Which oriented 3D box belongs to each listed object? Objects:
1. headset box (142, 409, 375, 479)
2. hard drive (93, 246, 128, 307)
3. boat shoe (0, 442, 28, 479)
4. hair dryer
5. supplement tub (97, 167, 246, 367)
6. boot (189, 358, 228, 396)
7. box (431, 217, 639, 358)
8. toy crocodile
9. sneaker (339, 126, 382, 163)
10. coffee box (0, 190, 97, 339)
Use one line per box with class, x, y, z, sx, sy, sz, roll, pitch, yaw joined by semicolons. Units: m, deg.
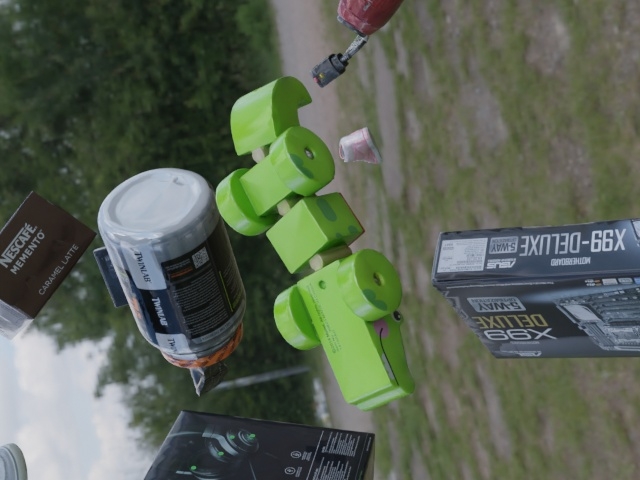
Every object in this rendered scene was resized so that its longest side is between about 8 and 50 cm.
headset box;-0.090;0.339;1.306;0.246;0.283;0.131;-67;-20;-63
hard drive;-0.421;0.071;2.291;0.022;0.094;0.135;-64;-43;-71
boat shoe;-0.507;0.411;1.602;0.079;0.081;0.227;32;109;34
hair dryer;0.074;-0.375;1.550;0.293;0.080;0.223;-39;26;51
supplement tub;-0.235;0.053;1.772;0.193;0.194;0.316;-113;7;-50
boot;-0.262;0.235;2.224;0.137;0.077;0.198;46;151;17
box;0.325;0.067;1.325;0.242;0.308;0.076;47;-133;-49
toy crocodile;0.000;0.000;1.031;0.115;0.105;0.340;-35;76;38
sneaker;0.073;-0.172;2.019;0.134;0.070;0.051;44;-155;-71
coffee box;-0.396;0.040;1.413;0.098;0.141;0.246;36;157;-12
